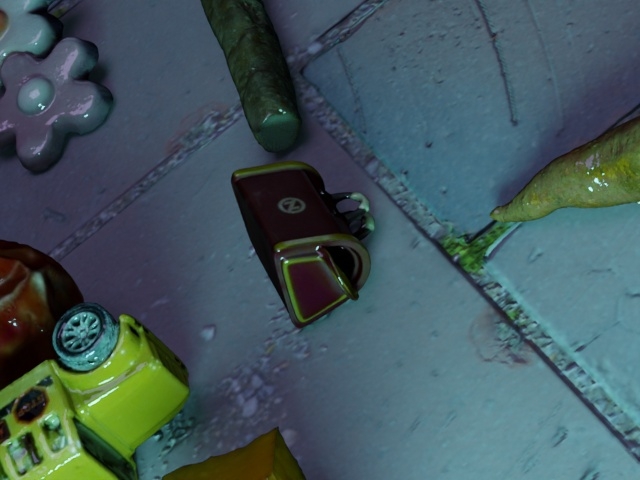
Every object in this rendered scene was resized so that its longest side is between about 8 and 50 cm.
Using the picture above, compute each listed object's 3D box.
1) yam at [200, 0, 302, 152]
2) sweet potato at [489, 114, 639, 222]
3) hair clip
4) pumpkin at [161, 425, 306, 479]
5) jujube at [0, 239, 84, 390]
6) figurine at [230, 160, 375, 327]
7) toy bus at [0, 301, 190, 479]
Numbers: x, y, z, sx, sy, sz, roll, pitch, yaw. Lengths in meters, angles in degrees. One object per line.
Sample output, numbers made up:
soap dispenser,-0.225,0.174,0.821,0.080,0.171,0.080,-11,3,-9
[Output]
yam,-0.064,-0.177,1.655,0.061,0.061,0.274,-30,42,8
sweet potato,0.218,-0.053,1.337,0.226,0.068,0.068,-17,43,42
hair clip,-0.291,-0.170,1.809,0.146,0.075,0.257,-31,45,0
pumpkin,-0.043,0.236,1.216,0.131,0.126,0.248,-37,21,12
jujube,-0.314,0.088,1.509,0.250,0.174,0.174,-14,45,17
figurine,0.000,0.000,1.441,0.098,0.082,0.154,-21,39,-11
toy bus,-0.250,0.190,1.398,0.335,0.121,0.123,-33,49,5
